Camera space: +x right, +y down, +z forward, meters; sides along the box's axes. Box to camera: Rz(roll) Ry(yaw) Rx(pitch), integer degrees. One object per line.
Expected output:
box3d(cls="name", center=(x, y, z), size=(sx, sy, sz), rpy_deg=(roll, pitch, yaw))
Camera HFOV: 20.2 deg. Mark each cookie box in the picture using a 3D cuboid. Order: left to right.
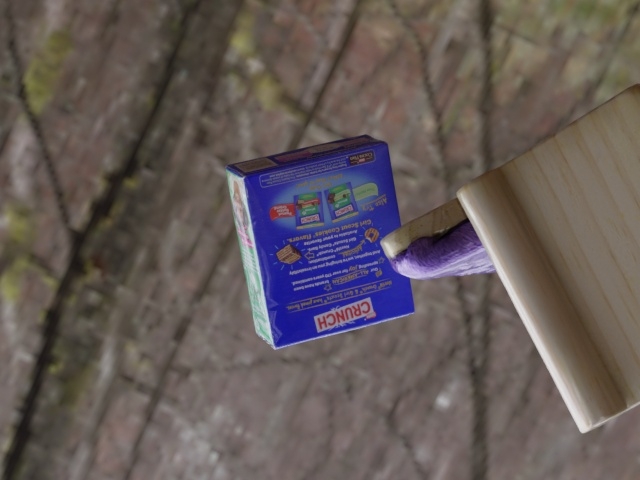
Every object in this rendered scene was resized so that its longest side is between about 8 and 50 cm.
box3d(cls="cookie box", center=(0.000, 0.000, 1.063), size=(0.092, 0.107, 0.040), rpy_deg=(-13, -165, -14))

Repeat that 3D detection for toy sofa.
box3d(cls="toy sofa", center=(0.198, 0.020, 1.083), size=(0.150, 0.177, 0.362), rpy_deg=(63, -157, 11))
